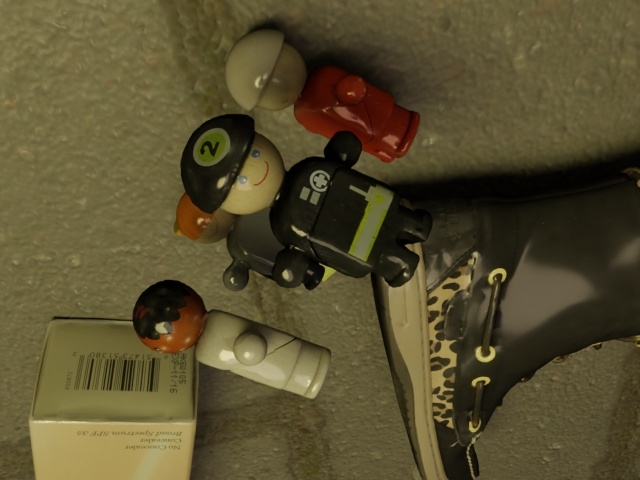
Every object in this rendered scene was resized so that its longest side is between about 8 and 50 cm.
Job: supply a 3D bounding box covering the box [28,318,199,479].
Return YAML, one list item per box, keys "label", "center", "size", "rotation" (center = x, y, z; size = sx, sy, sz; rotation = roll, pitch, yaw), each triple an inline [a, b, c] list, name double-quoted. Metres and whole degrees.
- label: "box"
  center: [-0.206, 0.231, 0.762]
  size: [0.148, 0.121, 0.311]
  rotation: [2, 130, -11]

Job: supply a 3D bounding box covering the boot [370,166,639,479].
- label: "boot"
  center: [0.204, 0.091, 0.696]
  size: [0.284, 0.138, 0.377]
  rotation: [-14, 126, 3]

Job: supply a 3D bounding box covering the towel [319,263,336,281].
- label: "towel"
  center: [0.000, 0.000, 0.666]
  size: [0.060, 0.009, 0.083]
  rotation: [-32, 127, 18]

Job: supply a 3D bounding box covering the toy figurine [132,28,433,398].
- label: "toy figurine"
  center: [-0.036, -0.017, 0.517]
  size: [0.148, 0.213, 0.209]
  rotation: [24, 127, -14]
